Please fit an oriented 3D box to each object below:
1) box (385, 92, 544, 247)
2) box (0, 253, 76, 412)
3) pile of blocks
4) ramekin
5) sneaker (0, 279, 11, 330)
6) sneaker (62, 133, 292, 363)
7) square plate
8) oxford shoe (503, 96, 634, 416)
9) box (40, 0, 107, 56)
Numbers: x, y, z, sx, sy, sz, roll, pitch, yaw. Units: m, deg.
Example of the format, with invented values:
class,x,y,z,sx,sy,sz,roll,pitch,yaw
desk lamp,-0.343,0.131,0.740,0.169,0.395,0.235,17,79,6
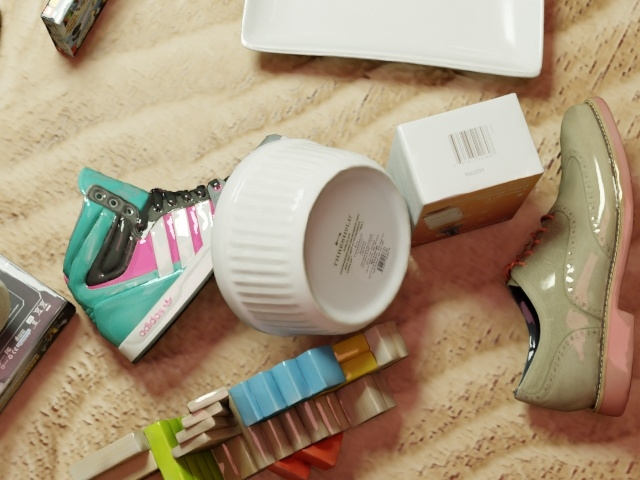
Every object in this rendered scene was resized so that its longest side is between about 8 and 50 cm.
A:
class,x,y,z,sx,sy,sz,roll,pitch,yaw
box,0.147,-0.070,1.217,0.130,0.170,0.091,-16,76,-5
box,-0.403,0.112,1.218,0.183,0.056,0.231,33,78,8
pile of blocks,-0.061,0.201,1.157,0.362,0.149,0.112,-25,78,-8
ramekin,0.000,0.000,1.170,0.109,0.207,0.207,5,71,43
sneaker,-0.468,0.144,1.124,0.148,0.131,0.350,35,73,14
sneaker,-0.170,-0.035,1.232,0.178,0.124,0.295,39,79,-2
square plate,0.094,-0.362,1.352,0.344,0.049,0.347,5,76,0
oxford shoe,0.262,0.010,1.228,0.130,0.123,0.348,1,75,4
box,-0.265,-0.286,1.301,0.027,0.094,0.137,26,76,5
